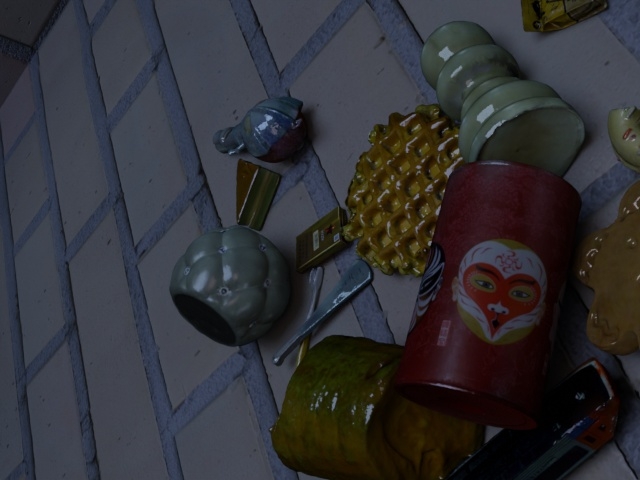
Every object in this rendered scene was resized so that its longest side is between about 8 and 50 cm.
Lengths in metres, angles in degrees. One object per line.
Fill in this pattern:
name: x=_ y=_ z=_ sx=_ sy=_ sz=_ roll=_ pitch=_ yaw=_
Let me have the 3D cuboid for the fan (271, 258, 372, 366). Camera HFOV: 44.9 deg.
fan: x=-0.003 y=0.143 z=1.508 sx=0.282 sy=0.023 sz=0.057 roll=-45 pitch=55 yaw=17

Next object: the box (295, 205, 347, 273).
box: x=0.000 y=0.000 z=1.557 sx=0.133 sy=0.023 sz=0.090 roll=-36 pitch=42 yaw=34

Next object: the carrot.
carrot: x=0.065 y=0.276 z=1.258 sx=0.341 sy=0.241 sz=0.241 roll=-1 pitch=77 yaw=44

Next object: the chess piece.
chess piece: x=0.268 y=-0.238 z=1.267 sx=0.182 sy=0.182 sz=0.330 roll=-48 pitch=42 yaw=25

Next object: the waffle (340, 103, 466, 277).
waffle: x=0.163 y=-0.094 z=1.395 sx=0.302 sy=0.068 sz=0.324 roll=15 pitch=90 yaw=48

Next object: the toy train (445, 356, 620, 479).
toy train: x=0.280 y=0.332 z=1.117 sx=0.409 sy=0.089 sz=0.086 roll=-49 pitch=26 yaw=23

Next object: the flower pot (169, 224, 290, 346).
flower pot: x=-0.179 y=0.088 z=1.576 sx=0.246 sy=0.246 sz=0.195 roll=0 pitch=46 yaw=47

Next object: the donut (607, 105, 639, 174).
donut: x=0.473 y=-0.145 z=1.080 sx=0.166 sy=0.065 sz=0.108 roll=7 pitch=81 yaw=47

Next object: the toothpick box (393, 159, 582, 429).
toothpick box: x=0.241 y=0.078 z=1.104 sx=0.204 sy=0.204 sz=0.333 roll=-3 pitch=62 yaw=46

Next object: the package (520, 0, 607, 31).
package: x=0.395 y=-0.386 z=1.257 sx=0.131 sy=0.047 sz=0.071 roll=-19 pitch=66 yaw=44

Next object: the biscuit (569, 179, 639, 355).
biscuit: x=0.455 y=0.054 z=0.974 sx=0.275 sy=0.052 sz=0.355 roll=-49 pitch=30 yaw=18

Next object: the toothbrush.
toothbrush: x=-0.032 y=0.193 z=1.545 sx=0.024 sy=0.021 sz=0.288 roll=-1 pitch=76 yaw=58

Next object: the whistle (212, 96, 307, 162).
whistle: x=-0.137 y=-0.237 z=1.728 sx=0.346 sy=0.134 sz=0.142 roll=-2 pitch=74 yaw=57

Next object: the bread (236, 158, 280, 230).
bread: x=-0.158 y=-0.102 z=1.735 sx=0.084 sy=0.074 sz=0.139 roll=26 pitch=99 yaw=47
